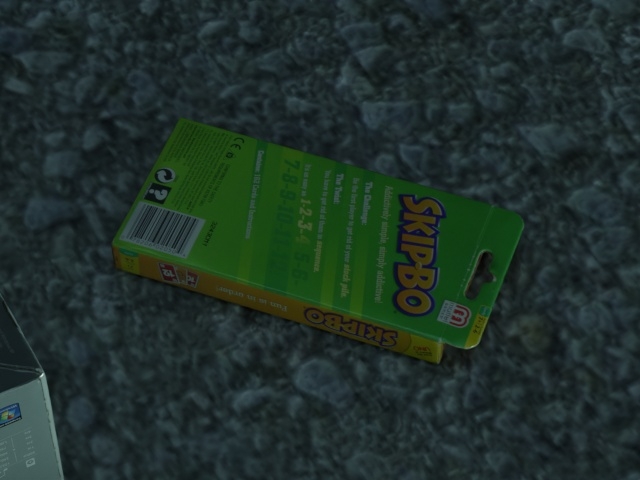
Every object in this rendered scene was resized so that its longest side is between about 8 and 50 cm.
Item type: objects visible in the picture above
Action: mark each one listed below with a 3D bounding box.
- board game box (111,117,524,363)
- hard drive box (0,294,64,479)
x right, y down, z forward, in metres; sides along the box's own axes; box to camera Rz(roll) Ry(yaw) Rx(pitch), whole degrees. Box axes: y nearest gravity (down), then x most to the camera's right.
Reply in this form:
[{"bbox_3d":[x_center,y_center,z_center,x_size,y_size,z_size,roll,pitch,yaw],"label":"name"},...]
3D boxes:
[{"bbox_3d":[0.000,0.000,1.337,0.259,0.039,0.124,15,54,14],"label":"board game box"},{"bbox_3d":[-0.222,0.095,1.134,0.089,0.232,0.181,-23,55,-17],"label":"hard drive box"}]
